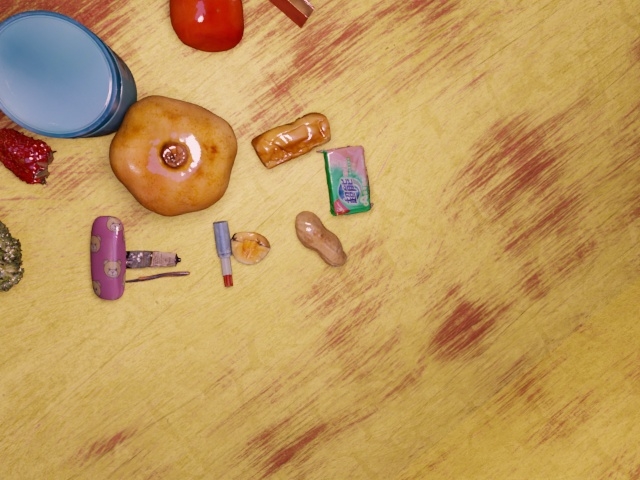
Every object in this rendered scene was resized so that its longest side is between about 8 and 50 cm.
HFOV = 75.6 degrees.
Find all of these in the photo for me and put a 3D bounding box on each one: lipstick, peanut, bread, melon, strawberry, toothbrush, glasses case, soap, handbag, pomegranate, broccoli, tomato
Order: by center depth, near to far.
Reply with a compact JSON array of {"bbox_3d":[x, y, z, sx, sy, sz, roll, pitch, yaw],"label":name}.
[{"bbox_3d":[-0.373,-0.760,1.379,0.259,0.180,0.260,-17,119,-33],"label":"tomato"},{"bbox_3d":[-0.482,-0.286,1.381,0.416,0.416,0.417,-3,104,-13],"label":"pomegranate"},{"bbox_3d":[-1.156,0.057,1.389,0.260,0.235,0.288,-43,107,-27],"label":"broccoli"},{"bbox_3d":[-1.028,-0.283,1.401,0.207,0.087,0.167,19,99,-16],"label":"strawberry"},{"bbox_3d":[-0.120,-0.852,1.463,0.190,0.127,0.063,35,92,-19],"label":"handbag"},{"bbox_3d":[-0.788,0.066,1.532,0.123,0.076,0.317,5,98,14],"label":"glasses case"},{"bbox_3d":[-0.107,-0.382,1.559,0.294,0.167,0.132,-26,108,-6],"label":"bread"},{"bbox_3d":[-0.678,0.145,1.624,0.320,0.023,0.031,-4,107,-13],"label":"toothbrush"},{"bbox_3d":[-0.382,0.060,1.651,0.061,0.068,0.274,-7,103,-12],"label":"lipstick"},{"bbox_3d":[-0.292,0.028,1.668,0.160,0.079,0.128,12,118,-19],"label":"melon"},{"bbox_3d":[0.102,-0.245,1.682,0.217,0.098,0.274,-9,103,-5],"label":"soap"},{"bbox_3d":[0.000,0.000,1.701,0.130,0.130,0.290,-46,108,0],"label":"peanut"}]

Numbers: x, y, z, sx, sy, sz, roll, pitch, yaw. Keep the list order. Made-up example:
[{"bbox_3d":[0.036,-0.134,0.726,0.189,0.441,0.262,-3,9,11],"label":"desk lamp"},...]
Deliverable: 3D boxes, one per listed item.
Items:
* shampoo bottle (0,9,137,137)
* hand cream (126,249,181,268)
[{"bbox_3d":[-0.769,-0.484,1.281,0.330,0.342,0.332,-3,103,-13],"label":"shampoo bottle"},{"bbox_3d":[-0.670,0.076,1.603,0.247,0.052,0.076,-1,78,-7],"label":"hand cream"}]
